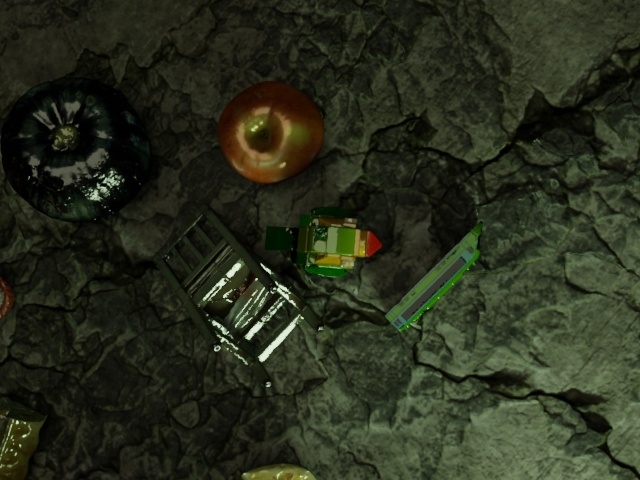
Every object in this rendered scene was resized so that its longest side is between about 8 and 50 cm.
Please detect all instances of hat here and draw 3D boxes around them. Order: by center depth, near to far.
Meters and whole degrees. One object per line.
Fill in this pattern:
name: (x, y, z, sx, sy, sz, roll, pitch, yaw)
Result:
hat: (-0.566, 0.084, 1.329, 0.112, 0.162, 0.094, -4, 84, 3)

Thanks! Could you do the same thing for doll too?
doll: (0.008, 0.001, 1.261, 0.134, 0.186, 0.107, 8, 87, -21)

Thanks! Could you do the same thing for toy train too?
toy train: (0.188, 0.057, 1.297, 0.209, 0.044, 0.042, -45, 83, 3)

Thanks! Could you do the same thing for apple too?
apple: (-0.074, -0.167, 1.296, 0.163, 0.139, 0.164, 2, 100, 10)

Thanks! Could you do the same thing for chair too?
chair: (-0.131, 0.081, 1.305, 0.136, 0.147, 0.270, -47, 40, 1)

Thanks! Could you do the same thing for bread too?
bread: (-0.534, 0.388, 1.350, 0.087, 0.098, 0.270, 21, 90, 49)

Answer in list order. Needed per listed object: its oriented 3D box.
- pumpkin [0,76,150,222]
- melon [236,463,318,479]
pumpkin: (-0.382, -0.140, 1.314, 0.232, 0.163, 0.233, 0, 80, -1)
melon: (-0.055, 0.414, 1.302, 0.128, 0.079, 0.160, -26, 84, -13)
